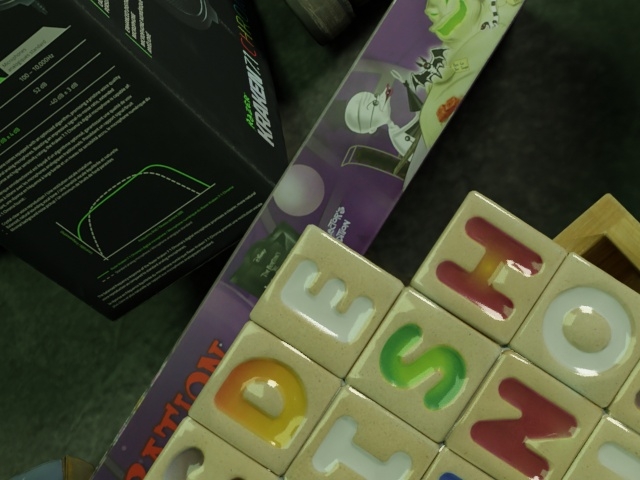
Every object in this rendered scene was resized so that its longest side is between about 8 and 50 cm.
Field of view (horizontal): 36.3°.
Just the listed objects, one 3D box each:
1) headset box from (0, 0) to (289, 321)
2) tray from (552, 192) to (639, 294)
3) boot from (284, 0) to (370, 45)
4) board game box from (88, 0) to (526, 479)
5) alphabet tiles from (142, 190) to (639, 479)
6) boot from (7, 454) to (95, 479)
[{"bbox_3d":[-0.162,-0.141,0.513,0.131,0.283,0.246,-33,40,18],"label":"headset box"},{"bbox_3d":[0.037,0.195,0.414,0.411,0.076,0.202,-43,54,11],"label":"tray"},{"bbox_3d":[0.043,-0.258,0.599,0.229,0.091,0.263,-35,61,10],"label":"boot"},{"bbox_3d":[0.000,0.000,0.444,0.056,0.208,0.346,32,89,6],"label":"board game box"},{"bbox_3d":[0.036,0.113,0.330,0.198,0.009,0.237,33,90,3],"label":"alphabet tiles"},{"bbox_3d":[-0.198,0.220,0.568,0.219,0.082,0.106,-38,33,19],"label":"boot"}]
